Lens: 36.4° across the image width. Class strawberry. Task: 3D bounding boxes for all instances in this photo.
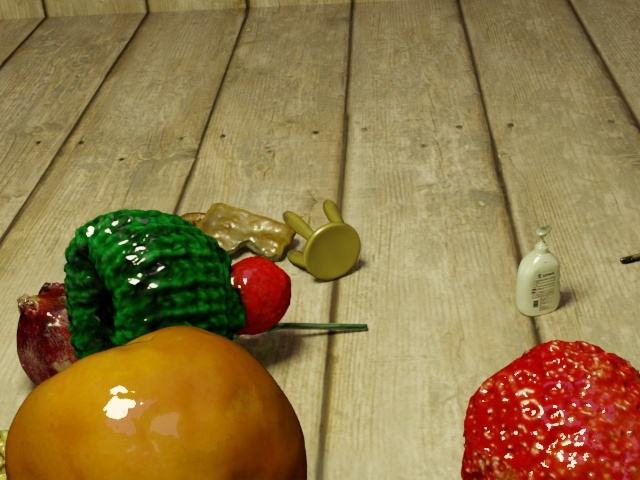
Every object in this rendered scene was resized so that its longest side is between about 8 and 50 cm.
[{"bbox_3d":[0.308,0.252,1.143,0.257,0.257,0.277,-16,21,-19],"label":"strawberry"}]

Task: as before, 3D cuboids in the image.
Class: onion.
[{"bbox_3d":[-0.392,0.142,1.468,0.159,0.195,0.159,-17,39,14],"label":"onion"}]

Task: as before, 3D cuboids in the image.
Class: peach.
[{"bbox_3d":[-0.185,0.272,1.119,0.343,0.343,0.301,-23,79,-29],"label":"peach"}]

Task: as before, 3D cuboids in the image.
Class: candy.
[{"bbox_3d":[-0.074,0.145,1.563,0.306,0.083,0.091,2,67,-8],"label":"candy"}]

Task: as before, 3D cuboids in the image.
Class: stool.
[{"bbox_3d":[0.000,0.000,1.741,0.134,0.135,0.110,32,8,-34],"label":"stool"}]

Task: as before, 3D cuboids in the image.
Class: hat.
[{"bbox_3d":[-0.194,0.082,1.422,0.242,0.274,0.332,12,14,44],"label":"hat"}]

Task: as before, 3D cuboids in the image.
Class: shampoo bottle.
[{"bbox_3d":[0.353,0.047,1.574,0.077,0.152,0.045,-13,33,-13],"label":"shampoo bottle"}]

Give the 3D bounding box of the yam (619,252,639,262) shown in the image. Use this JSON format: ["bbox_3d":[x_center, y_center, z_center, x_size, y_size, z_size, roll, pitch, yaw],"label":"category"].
[{"bbox_3d":[0.577,0.026,1.719,0.107,0.014,0.014,-11,31,-12],"label":"yam"}]

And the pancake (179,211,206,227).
[{"bbox_3d":[-0.228,-0.018,1.878,0.158,0.028,0.158,0,30,0],"label":"pancake"}]

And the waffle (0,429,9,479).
[{"bbox_3d":[-0.415,0.333,1.283,0.204,0.054,0.223,4,34,14],"label":"waffle"}]

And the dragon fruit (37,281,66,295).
[{"bbox_3d":[-0.382,0.099,1.621,0.192,0.122,0.092,3,46,8],"label":"dragon fruit"}]

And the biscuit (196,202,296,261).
[{"bbox_3d":[-0.152,0.009,1.794,0.183,0.039,0.174,15,47,11],"label":"biscuit"}]
